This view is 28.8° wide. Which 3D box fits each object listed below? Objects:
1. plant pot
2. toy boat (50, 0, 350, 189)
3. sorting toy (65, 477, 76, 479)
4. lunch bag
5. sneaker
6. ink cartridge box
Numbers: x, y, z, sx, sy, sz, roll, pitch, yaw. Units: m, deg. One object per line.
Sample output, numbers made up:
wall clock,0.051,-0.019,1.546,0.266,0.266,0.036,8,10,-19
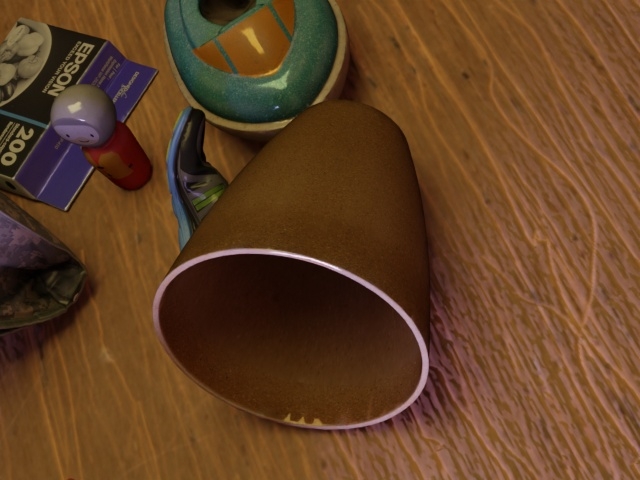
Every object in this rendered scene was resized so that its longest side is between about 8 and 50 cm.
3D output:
plant pot,0.000,0.000,1.123,0.237,0.237,0.254,-4,44,21
toy boat,-0.126,-0.180,1.311,0.318,0.148,0.267,-36,53,-1
sorting toy,-0.196,0.307,0.990,0.255,0.089,0.257,19,28,31
lunch bag,-0.404,-0.008,1.257,0.235,0.287,0.169,29,96,38
sneaker,-0.108,-0.041,1.233,0.078,0.067,0.188,-10,98,2
ink cartridge box,-0.324,-0.152,1.446,0.208,0.045,0.206,18,69,30
